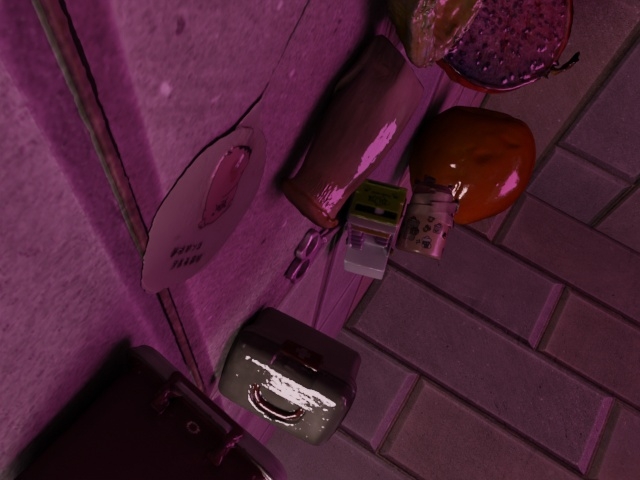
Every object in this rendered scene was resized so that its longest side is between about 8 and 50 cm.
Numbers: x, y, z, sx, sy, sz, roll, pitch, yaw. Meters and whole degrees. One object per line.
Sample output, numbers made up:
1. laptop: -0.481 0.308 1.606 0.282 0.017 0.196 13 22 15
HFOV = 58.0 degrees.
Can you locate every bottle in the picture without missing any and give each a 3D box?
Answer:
1. bottle: 0.204 -0.045 1.082 0.099 0.099 0.152 28 78 -80

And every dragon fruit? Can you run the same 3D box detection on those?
1. dragon fruit: 0.220 -0.312 0.801 0.148 0.224 0.218 -147 -132 -72

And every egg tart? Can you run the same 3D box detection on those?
1. egg tart: 0.129 -0.285 0.630 0.197 0.078 0.197 -51 159 -29

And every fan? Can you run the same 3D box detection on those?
1. fan: -0.066 -0.085 0.508 0.310 0.010 0.182 -61 169 15

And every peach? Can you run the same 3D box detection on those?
1. peach: 0.400 -0.197 1.556 0.343 0.343 0.301 -39 140 -62

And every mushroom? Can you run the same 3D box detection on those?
1. mushroom: 0.045 -0.132 0.673 0.096 0.108 0.246 35 82 -39

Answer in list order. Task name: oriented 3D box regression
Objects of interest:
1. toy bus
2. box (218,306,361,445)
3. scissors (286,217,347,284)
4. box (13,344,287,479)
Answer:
1. toy bus: 0.104 -0.021 1.159 0.301 0.113 0.139 78 26 -75
2. box: -0.046 0.217 0.936 0.147 0.210 0.129 -64 176 30
3. scissors: 0.000 0.000 1.046 0.212 0.021 0.110 -44 159 -55
4. box: -0.165 0.261 0.553 0.167 0.193 0.294 -45 164 -35
